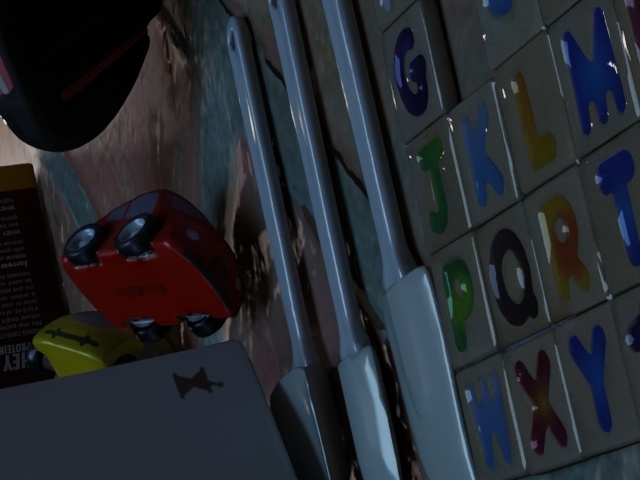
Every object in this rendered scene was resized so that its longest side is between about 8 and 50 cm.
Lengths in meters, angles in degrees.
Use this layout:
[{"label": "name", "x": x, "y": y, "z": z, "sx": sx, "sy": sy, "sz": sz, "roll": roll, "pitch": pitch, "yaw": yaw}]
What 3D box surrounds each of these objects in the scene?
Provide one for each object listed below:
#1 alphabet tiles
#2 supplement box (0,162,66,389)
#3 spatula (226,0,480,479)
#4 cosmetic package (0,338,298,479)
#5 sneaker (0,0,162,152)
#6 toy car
[{"label": "alphabet tiles", "x": 0.069, "y": -0.041, "z": 0.531, "sx": 0.237, "sy": 0.009, "sz": 0.198, "roll": 141, "pitch": 119, "yaw": -68}, {"label": "supplement box", "x": -0.271, "y": 0.073, "z": 1.255, "sx": 0.129, "sy": 0.191, "sz": 0.194, "roll": 120, "pitch": 137, "yaw": -60}, {"label": "spatula", "x": 0.000, "y": 0.000, "z": 0.726, "sx": 0.168, "sy": 0.019, "sz": 0.242, "roll": 131, "pitch": 128, "yaw": -66}, {"label": "cosmetic package", "x": -0.088, "y": 0.237, "z": 0.844, "sx": 0.365, "sy": 0.155, "sz": 0.197, "roll": 97, "pitch": 156, "yaw": -48}, {"label": "sneaker", "x": -0.174, "y": -0.190, "z": 0.878, "sx": 0.136, "sy": 0.116, "sz": 0.313, "roll": 5, "pitch": 123, "yaw": 44}, {"label": "toy car", "x": -0.144, "y": 0.001, "z": 0.923, "sx": 0.225, "sy": 0.053, "sz": 0.239, "roll": 32, "pitch": 149, "yaw": 3}]
